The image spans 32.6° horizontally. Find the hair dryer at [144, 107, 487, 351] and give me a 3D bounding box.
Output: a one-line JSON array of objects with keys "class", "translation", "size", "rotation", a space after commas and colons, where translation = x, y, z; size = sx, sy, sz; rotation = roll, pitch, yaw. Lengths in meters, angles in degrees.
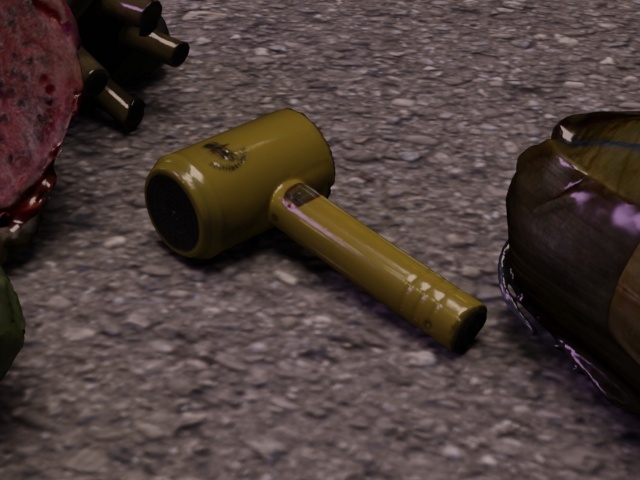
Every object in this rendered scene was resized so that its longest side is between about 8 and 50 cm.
[{"class": "hair dryer", "translation": [0.000, 0.000, 0.824], "size": [0.135, 0.090, 0.279], "rotation": [-26, 48, -38]}]

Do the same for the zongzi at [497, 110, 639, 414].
[{"class": "zongzi", "translation": [0.235, 0.096, 0.598], "size": [0.403, 0.207, 0.432], "rotation": [15, 46, 30]}]

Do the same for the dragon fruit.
[{"class": "dragon fruit", "translation": [-0.355, -0.145, 0.877], "size": [0.296, 0.314, 0.263], "rotation": [9, -1, -31]}]

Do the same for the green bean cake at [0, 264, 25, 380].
[{"class": "green bean cake", "translation": [-0.299, 0.019, 0.623], "size": [0.222, 0.125, 0.227], "rotation": [41, 10, 15]}]

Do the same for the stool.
[{"class": "stool", "translation": [-0.205, -0.201, 1.051], "size": [0.139, 0.153, 0.228], "rotation": [32, 35, 21]}]
